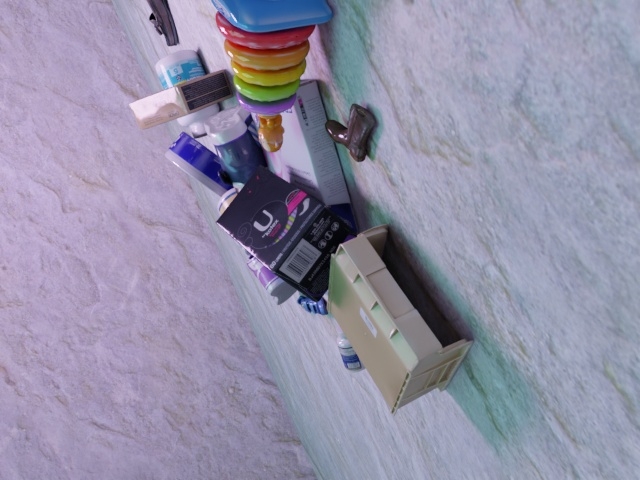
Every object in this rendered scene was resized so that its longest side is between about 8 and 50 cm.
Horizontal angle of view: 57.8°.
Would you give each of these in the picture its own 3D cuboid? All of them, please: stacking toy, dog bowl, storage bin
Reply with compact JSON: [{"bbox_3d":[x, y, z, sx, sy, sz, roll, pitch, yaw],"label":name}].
[{"bbox_3d":[-0.092,-0.283,1.008,0.175,0.166,0.301,53,151,39],"label":"stacking toy"},{"bbox_3d":[-0.384,-0.246,1.940,0.265,0.104,0.265,36,179,1],"label":"dog bowl"},{"bbox_3d":[0.130,0.146,1.062,0.262,0.123,0.260,57,161,28],"label":"storage bin"}]

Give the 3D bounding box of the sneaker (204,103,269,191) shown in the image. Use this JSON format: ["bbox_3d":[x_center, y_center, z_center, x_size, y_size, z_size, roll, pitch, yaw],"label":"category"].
[{"bbox_3d":[-0.198,-0.220,1.525,0.322,0.130,0.236,-108,-6,-65],"label":"sneaker"}]

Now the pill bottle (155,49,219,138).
[{"bbox_3d":[-0.421,-0.471,1.887,0.263,0.146,0.146,67,164,-7],"label":"pill bottle"}]

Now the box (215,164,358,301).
[{"bbox_3d":[-0.070,-0.020,1.197,0.143,0.165,0.270,40,176,-41],"label":"box"}]

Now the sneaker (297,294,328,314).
[{"bbox_3d":[-0.022,0.192,1.716,0.144,0.059,0.053,27,136,64],"label":"sneaker"}]

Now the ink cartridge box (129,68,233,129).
[{"bbox_3d":[-0.401,-0.407,1.675,0.235,0.193,0.088,-5,113,41],"label":"ink cartridge box"}]

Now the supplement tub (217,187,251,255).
[{"bbox_3d":[-0.228,-0.063,1.853,0.199,0.145,0.144,57,162,28],"label":"supplement tub"}]

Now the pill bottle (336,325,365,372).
[{"bbox_3d":[0.080,0.274,1.493,0.067,0.067,0.120,30,141,64],"label":"pill bottle"}]

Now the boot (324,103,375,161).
[{"bbox_3d":[0.049,-0.199,0.979,0.106,0.037,0.114,46,161,18],"label":"boot"}]

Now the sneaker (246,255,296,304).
[{"bbox_3d":[-0.152,0.106,1.837,0.161,0.102,0.282,47,171,16],"label":"sneaker"}]

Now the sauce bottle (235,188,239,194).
[{"bbox_3d":[-0.173,-0.128,1.656,0.344,0.112,0.111,59,162,28],"label":"sauce bottle"}]

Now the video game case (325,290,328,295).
[{"bbox_3d":[0.008,0.074,1.369,0.184,0.023,0.201,31,155,11],"label":"video game case"}]

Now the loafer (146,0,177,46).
[{"bbox_3d":[-0.571,-0.797,2.008,0.096,0.084,0.267,50,158,43],"label":"loafer"}]

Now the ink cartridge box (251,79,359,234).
[{"bbox_3d":[-0.052,-0.184,1.269,0.324,0.072,0.329,30,140,63],"label":"ink cartridge box"}]
